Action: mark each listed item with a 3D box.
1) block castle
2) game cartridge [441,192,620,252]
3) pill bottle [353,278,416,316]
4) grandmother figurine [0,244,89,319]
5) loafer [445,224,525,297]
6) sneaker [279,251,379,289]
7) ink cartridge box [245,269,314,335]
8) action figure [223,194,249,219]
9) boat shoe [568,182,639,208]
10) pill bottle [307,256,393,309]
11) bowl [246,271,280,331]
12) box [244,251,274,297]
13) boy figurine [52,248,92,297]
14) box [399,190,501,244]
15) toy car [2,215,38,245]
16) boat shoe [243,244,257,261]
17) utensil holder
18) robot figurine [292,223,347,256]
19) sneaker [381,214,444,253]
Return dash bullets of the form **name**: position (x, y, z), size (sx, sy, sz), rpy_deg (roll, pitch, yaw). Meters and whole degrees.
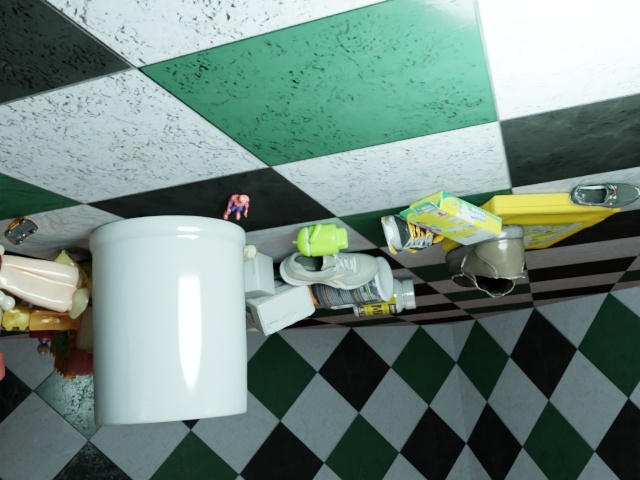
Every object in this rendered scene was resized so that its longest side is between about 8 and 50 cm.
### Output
- **block castle**: position (-0.715, 0.225, 1.516), size (0.303, 0.213, 0.453), rpy_deg (4, -177, -37)
- **game cartridge**: position (0.457, -0.035, 1.417), size (0.285, 0.053, 0.324), rpy_deg (-2, 168, -9)
- **pill bottle**: position (0.216, 0.192, 2.154), size (0.208, 0.119, 0.119), rpy_deg (-7, 167, 10)
- **grandmother figurine**: position (-0.638, 0.056, 1.237), size (0.342, 0.104, 0.208), rpy_deg (24, -174, -40)
- **loafer**: position (0.370, 0.070, 1.445), size (0.134, 0.130, 0.366), rpy_deg (-5, 165, 1)
- **sneaker**: position (0.033, 0.068, 1.624), size (0.262, 0.099, 0.121), rpy_deg (-2, 162, -14)
- **ink cartridge box**: position (-0.135, 0.166, 1.732), size (0.154, 0.093, 0.212), rpy_deg (-24, -160, -22)
- **action figure**: position (-0.152, -0.061, 1.153), size (0.038, 0.030, 0.115), rpy_deg (4, 163, -15)
- **boat shoe**: position (0.555, -0.088, 1.227), size (0.133, 0.049, 0.042), rpy_deg (-1, 175, 6)
- **pill bottle**: position (0.073, 0.127, 1.804), size (0.245, 0.130, 0.130), rpy_deg (-11, 165, 26)
- **bowl**: position (-0.181, 0.199, 1.967), size (0.289, 0.156, 0.289), rpy_deg (-5, 166, -1)
- **box**: position (-0.177, 0.090, 1.620), size (0.087, 0.101, 0.102), rpy_deg (-9, 166, 18)
- **boy figurine**: position (-0.508, 0.092, 1.487), size (0.285, 0.092, 0.177), rpy_deg (25, -170, -44)
- **box**: position (0.256, -0.045, 1.252), size (0.179, 0.043, 0.105), rpy_deg (19, 159, -25)
- **toy car**: position (-0.573, -0.037, 1.131), size (0.122, 0.060, 0.040), rpy_deg (32, -171, -42)
- **boat shoe**: position (-0.214, 0.038, 1.514), size (0.135, 0.050, 0.045), rpy_deg (-25, 155, 31)
- **utensil holder**: position (-0.311, 0.176, 1.324), size (0.327, 0.385, 0.327), rpy_deg (-5, 168, -1)
- **robot figurine**: position (0.000, 0.000, 1.373), size (0.115, 0.067, 0.101), rpy_deg (-6, 172, 8)
- **sneaker**: position (0.196, -0.020, 1.347), size (0.083, 0.084, 0.215), rpy_deg (-16, 172, 29)
